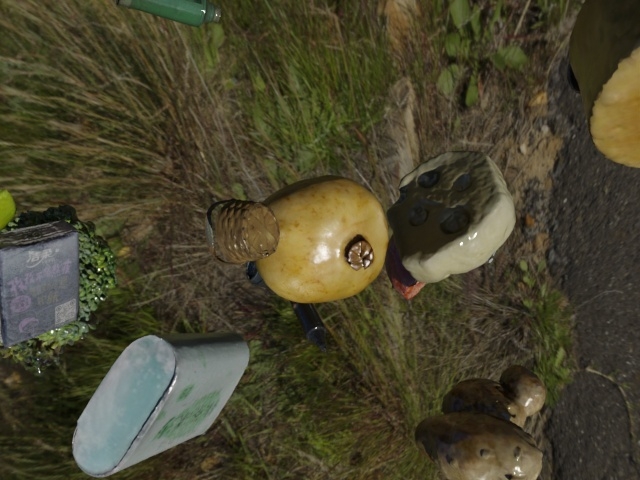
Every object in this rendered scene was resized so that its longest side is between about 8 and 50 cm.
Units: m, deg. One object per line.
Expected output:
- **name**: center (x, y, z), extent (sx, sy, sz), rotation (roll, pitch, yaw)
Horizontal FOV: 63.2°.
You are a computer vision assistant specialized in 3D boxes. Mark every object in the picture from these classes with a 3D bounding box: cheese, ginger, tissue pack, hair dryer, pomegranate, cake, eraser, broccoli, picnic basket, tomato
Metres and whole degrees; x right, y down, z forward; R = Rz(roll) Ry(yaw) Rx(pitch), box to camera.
- **cheese**: center (0.290, -0.058, 1.214), extent (0.318, 0.115, 0.326), rotation (22, 74, 51)
- **ginger**: center (0.330, 0.365, 1.044), extent (0.245, 0.304, 0.155), rotation (-17, 106, 36)
- **tissue pack**: center (-0.396, 0.058, 0.725), extent (0.051, 0.112, 0.156), rotation (27, 119, 27)
- **hair dryer**: center (-0.065, 0.154, 1.344), extent (0.107, 0.189, 0.352), rotation (-61, 35, 23)
- **pomegranate**: center (-0.003, -0.001, 1.094), extent (0.307, 0.307, 0.307), rotation (-3, 82, 21)
- **cake**: center (0.471, -0.290, 0.637), extent (0.332, 0.332, 0.321), rotation (-9, 58, 20)
- **eraser**: center (-0.192, 0.200, 0.681), extent (0.081, 0.227, 0.174), rotation (30, 89, 15)
- **broccoli**: center (-0.577, 0.100, 1.100), extent (0.272, 0.324, 0.334), rotation (-4, 60, 43)
- **picnic basket**: center (-0.092, -0.009, 0.558), extent (0.083, 0.072, 0.072), rotation (-4, 81, 35)
- **tomato**: center (0.298, 0.015, 1.596), extent (0.170, 0.309, 0.309), rotation (31, 95, 20)

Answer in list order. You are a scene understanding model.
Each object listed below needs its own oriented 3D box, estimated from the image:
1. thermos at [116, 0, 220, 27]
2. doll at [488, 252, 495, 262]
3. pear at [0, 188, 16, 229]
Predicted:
- **thermos**: center (-0.280, -0.457, 0.980), extent (0.083, 0.188, 0.073), rotation (-49, 48, 44)
- **doll**: center (0.384, 0.009, 1.294), extent (0.039, 0.057, 0.114), rotation (-46, 63, 2)
- **pear**: center (-0.509, -0.060, 0.575), extent (0.288, 0.239, 0.139), rotation (38, 67, -18)
